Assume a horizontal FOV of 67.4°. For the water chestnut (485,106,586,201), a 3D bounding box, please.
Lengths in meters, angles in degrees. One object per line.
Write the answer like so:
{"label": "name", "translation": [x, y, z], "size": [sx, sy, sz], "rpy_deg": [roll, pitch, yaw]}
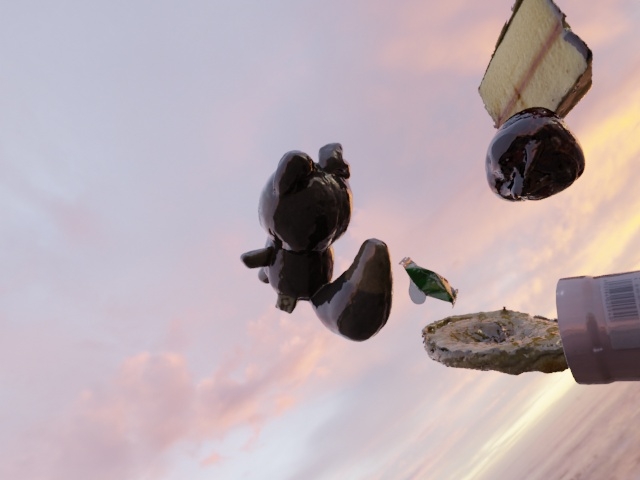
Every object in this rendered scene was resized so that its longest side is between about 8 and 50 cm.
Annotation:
{"label": "water chestnut", "translation": [0.596, -0.234, 1.374], "size": [0.244, 0.289, 0.289], "rpy_deg": [-12, -44, -30]}

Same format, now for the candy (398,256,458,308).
{"label": "candy", "translation": [0.322, 0.123, 1.448], "size": [0.078, 0.203, 0.141], "rpy_deg": [-54, -8, 3]}

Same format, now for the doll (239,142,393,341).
{"label": "doll", "translation": [0.022, -0.012, 1.038], "size": [0.252, 0.379, 0.382], "rpy_deg": [-43, -28, -51]}

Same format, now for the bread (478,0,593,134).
{"label": "bread", "translation": [0.629, -0.503, 1.484], "size": [0.405, 0.345, 0.242], "rpy_deg": [-46, -25, 27]}

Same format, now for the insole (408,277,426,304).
{"label": "insole", "translation": [0.356, 0.166, 1.780], "size": [0.065, 0.197, 0.004], "rpy_deg": [-11, -52, 12]}

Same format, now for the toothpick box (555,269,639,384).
{"label": "toothpick box", "translation": [0.285, 0.067, 0.393], "size": [0.149, 0.098, 0.098], "rpy_deg": [-14, -13, 36]}

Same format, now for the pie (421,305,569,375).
{"label": "pie", "translation": [0.312, 0.171, 0.835], "size": [0.274, 0.274, 0.055], "rpy_deg": [-11, -81, -43]}
